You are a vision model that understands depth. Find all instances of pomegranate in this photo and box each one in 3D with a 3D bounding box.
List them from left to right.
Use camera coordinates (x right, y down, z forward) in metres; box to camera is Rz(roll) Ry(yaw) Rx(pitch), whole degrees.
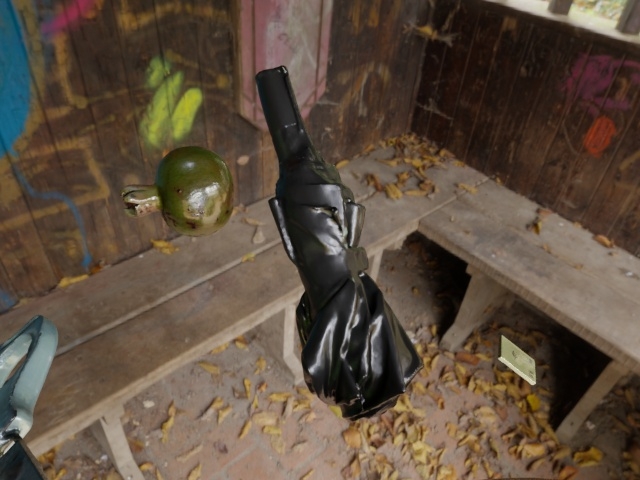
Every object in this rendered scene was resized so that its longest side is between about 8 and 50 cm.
[{"bbox_3d":[-0.270,-0.104,0.968,0.211,0.179,0.179,21,34,-25],"label":"pomegranate"}]

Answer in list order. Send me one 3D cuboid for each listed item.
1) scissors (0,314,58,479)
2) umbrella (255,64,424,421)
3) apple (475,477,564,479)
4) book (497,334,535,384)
[{"bbox_3d":[-0.197,0.137,0.299,0.360,0.029,0.191,-6,48,48],"label":"scissors"},{"bbox_3d":[0.000,0.000,0.468,0.118,0.118,0.340,-17,89,-24],"label":"umbrella"},{"bbox_3d":[0.152,0.288,0.291,0.309,0.314,0.252,-35,17,12],"label":"apple"},{"bbox_3d":[0.470,0.286,1.183,0.111,0.014,0.077,37,37,-6],"label":"book"}]
